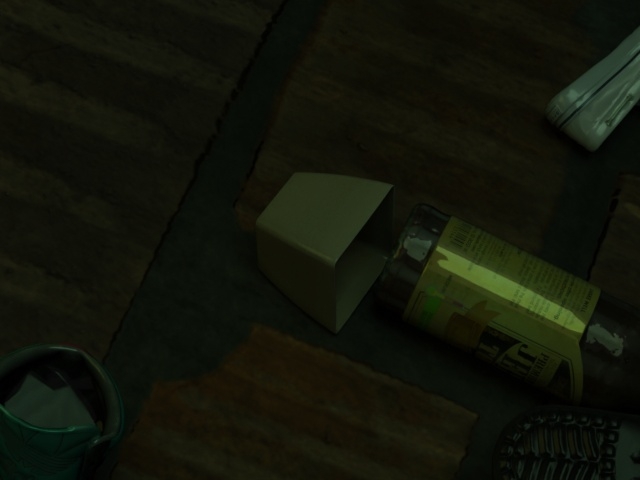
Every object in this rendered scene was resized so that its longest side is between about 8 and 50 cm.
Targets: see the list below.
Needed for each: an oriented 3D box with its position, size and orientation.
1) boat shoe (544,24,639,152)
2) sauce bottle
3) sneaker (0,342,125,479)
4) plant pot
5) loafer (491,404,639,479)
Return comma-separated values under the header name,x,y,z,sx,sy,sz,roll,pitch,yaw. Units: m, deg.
name,x,y,z,sx,sy,sz,roll,pitch,yaw
boat shoe,0.331,-0.171,1.638,0.226,0.083,0.076,-40,84,-18
sauce bottle,0.219,0.085,1.420,0.344,0.111,0.111,26,56,8
sneaker,-0.227,0.200,1.213,0.124,0.178,0.295,13,56,-4
plant pot,0.000,0.000,1.440,0.096,0.109,0.109,24,55,20
loafer,0.329,0.221,1.314,0.366,0.130,0.133,13,67,14
